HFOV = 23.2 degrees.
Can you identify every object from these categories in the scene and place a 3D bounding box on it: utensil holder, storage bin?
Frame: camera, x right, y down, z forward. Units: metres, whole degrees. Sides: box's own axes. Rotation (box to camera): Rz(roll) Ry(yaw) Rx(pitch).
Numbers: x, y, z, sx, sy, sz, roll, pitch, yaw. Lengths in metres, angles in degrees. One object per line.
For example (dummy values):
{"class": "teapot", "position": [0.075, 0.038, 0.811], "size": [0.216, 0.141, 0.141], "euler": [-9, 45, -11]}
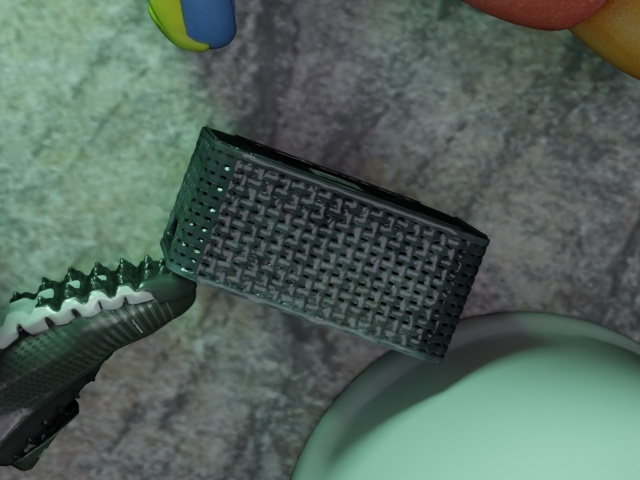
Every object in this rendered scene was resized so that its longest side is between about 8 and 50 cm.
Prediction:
{"class": "utensil holder", "position": [0.159, 0.239, 0.897], "size": [0.328, 0.385, 0.327], "euler": [-1, 100, -8]}
{"class": "storage bin", "position": [0.000, 0.000, 0.968], "size": [0.180, 0.122, 0.084], "euler": [20, 96, -11]}

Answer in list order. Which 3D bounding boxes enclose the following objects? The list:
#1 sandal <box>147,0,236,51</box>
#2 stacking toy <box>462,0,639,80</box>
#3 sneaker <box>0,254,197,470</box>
{"class": "sandal", "position": [-0.054, -0.270, 0.921], "size": [0.138, 0.126, 0.317], "euler": [0, 100, -13]}
{"class": "stacking toy", "position": [0.068, -0.243, 0.810], "size": [0.480, 0.350, 0.350], "euler": [4, 98, -13]}
{"class": "sneaker", "position": [-0.180, 0.086, 0.981], "size": [0.234, 0.078, 0.106], "euler": [-21, 104, -1]}
